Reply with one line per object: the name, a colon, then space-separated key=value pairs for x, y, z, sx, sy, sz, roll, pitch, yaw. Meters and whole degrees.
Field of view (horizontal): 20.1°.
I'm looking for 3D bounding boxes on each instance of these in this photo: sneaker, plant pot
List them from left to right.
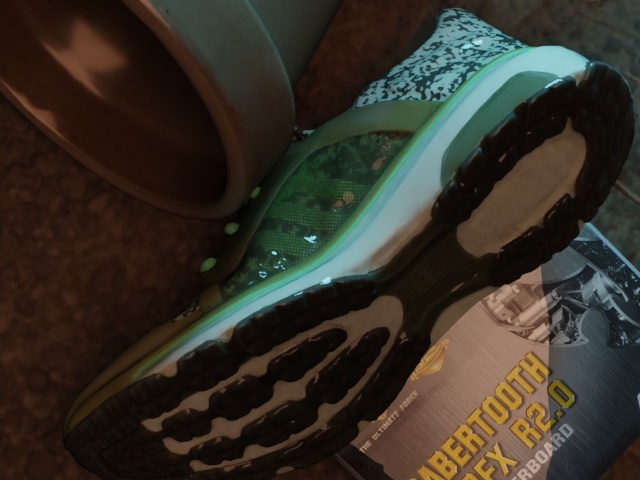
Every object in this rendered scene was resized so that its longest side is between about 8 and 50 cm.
plant pot: x=-0.081 y=-0.182 z=1.095 sx=0.263 sy=0.263 sz=0.229 roll=43 pitch=68 yaw=-9
sneaker: x=0.000 y=0.000 z=1.158 sx=0.410 sy=0.182 sz=0.158 roll=-37 pitch=135 yaw=-4

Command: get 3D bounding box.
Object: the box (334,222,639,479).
box: x=0.122 y=0.094 z=1.221 sx=0.183 sy=0.056 sz=0.231 roll=45 pitch=85 yaw=-9
